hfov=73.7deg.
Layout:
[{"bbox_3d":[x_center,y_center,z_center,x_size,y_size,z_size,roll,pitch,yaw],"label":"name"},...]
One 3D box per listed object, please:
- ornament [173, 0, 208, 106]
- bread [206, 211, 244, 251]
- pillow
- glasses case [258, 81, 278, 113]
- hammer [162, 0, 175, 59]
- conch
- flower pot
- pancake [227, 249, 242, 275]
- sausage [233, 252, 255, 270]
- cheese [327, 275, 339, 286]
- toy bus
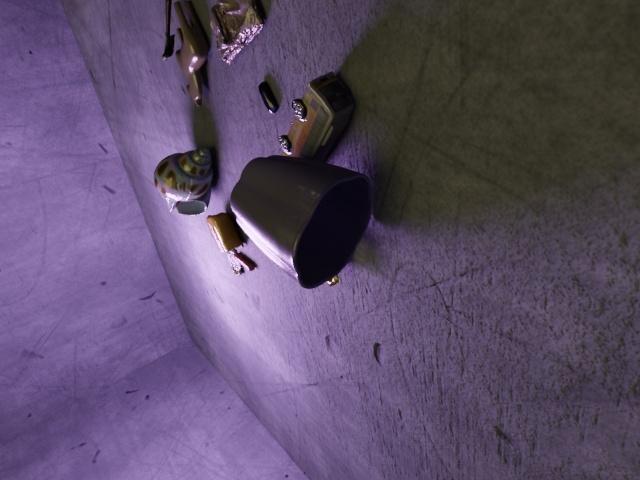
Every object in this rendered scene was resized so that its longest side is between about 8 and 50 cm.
[{"bbox_3d":[-0.407,-0.568,1.340,0.230,0.061,0.245,-14,97,61],"label":"ornament"},{"bbox_3d":[-0.381,-0.034,1.705,0.134,0.085,0.173,-5,110,63],"label":"bread"},{"bbox_3d":[-0.222,-0.550,1.075,0.248,0.049,0.135,-6,104,56],"label":"pillow"},{"bbox_3d":[-0.138,-0.370,1.108,0.083,0.023,0.033,63,154,-2],"label":"glasses case"},{"bbox_3d":[-0.447,-0.696,1.261,0.125,0.026,0.297,-99,20,-47],"label":"hammer"},{"bbox_3d":[-0.515,-0.229,1.661,0.249,0.197,0.368,33,157,-26],"label":"conch"},{"bbox_3d":[-0.054,-0.060,0.938,0.243,0.265,0.265,27,136,30],"label":"flower pot"},{"bbox_3d":[-0.377,0.093,1.867,0.116,0.022,0.130,-6,103,59],"label":"pancake"},{"bbox_3d":[-0.313,0.087,1.748,0.147,0.030,0.035,29,137,46],"label":"sausage"},{"bbox_3d":[0.000,0.000,1.147,0.156,0.064,0.250,-37,72,59],"label":"cheese"},{"bbox_3d":[-0.017,-0.243,0.955,0.106,0.092,0.268,49,149,7],"label":"toy bus"}]
